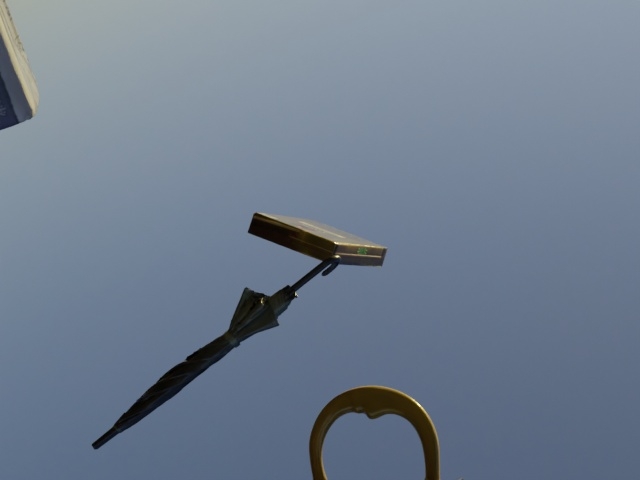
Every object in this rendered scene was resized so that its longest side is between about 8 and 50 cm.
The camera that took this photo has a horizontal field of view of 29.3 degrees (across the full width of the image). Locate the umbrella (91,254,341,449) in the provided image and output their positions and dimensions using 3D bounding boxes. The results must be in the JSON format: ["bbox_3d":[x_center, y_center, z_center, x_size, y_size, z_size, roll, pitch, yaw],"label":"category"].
[{"bbox_3d":[-0.092,0.090,1.049,0.269,0.044,0.044,-37,162,-6],"label":"umbrella"}]

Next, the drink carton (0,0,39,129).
[{"bbox_3d":[-0.358,-0.139,0.991,0.222,0.134,0.102,-18,-151,-4],"label":"drink carton"}]

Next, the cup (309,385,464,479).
[{"bbox_3d":[0.037,0.316,1.373,0.256,0.178,0.255,-1,-128,12],"label":"cup"}]

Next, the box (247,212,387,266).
[{"bbox_3d":[0.000,0.000,1.164,0.090,0.023,0.133,19,-175,23],"label":"box"}]
